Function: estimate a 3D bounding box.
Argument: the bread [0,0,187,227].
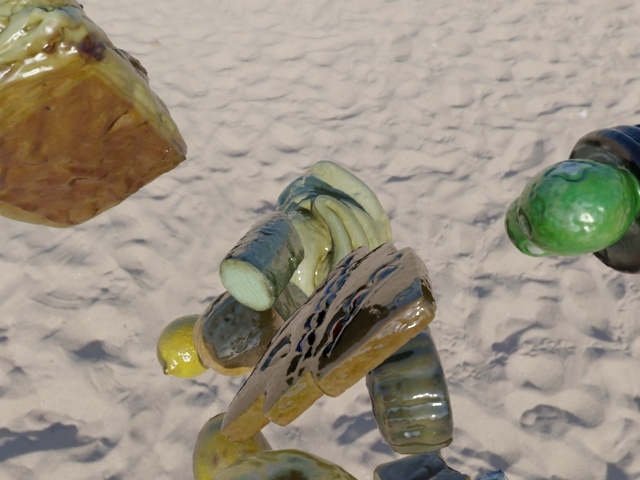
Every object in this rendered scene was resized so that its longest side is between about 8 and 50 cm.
[{"bbox_3d":[-0.350,-0.163,0.654,0.277,0.324,0.167,-31,70,4],"label":"bread"}]

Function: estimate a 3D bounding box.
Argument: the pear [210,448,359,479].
[{"bbox_3d":[-0.045,0.400,0.621,0.270,0.271,0.271,2,51,-2],"label":"pear"}]

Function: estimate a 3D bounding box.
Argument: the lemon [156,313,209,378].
[{"bbox_3d":[-0.392,0.316,1.538,0.186,0.187,0.244,21,33,13],"label":"lemon"}]

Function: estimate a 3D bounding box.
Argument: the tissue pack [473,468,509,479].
[{"bbox_3d":[0.434,0.812,1.366,0.125,0.344,0.242,3,39,-34],"label":"tissue pack"}]

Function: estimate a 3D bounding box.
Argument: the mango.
[{"bbox_3d":[-0.171,0.540,1.147,0.176,0.330,0.175,-30,17,-8],"label":"mango"}]

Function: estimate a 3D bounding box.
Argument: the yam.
[{"bbox_3d":[-0.052,0.016,0.520,0.069,0.070,0.146,16,26,9],"label":"yam"}]

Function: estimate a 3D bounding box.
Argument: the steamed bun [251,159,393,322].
[{"bbox_3d":[0.002,0.005,1.138,0.324,0.230,0.372,27,66,14],"label":"steamed bun"}]

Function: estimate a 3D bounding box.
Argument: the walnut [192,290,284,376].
[{"bbox_3d":[-0.194,0.214,1.211,0.195,0.195,0.222,35,68,23],"label":"walnut"}]

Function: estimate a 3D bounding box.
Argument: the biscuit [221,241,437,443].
[{"bbox_3d":[0.016,0.080,0.521,0.043,0.301,0.278,44,57,-8],"label":"biscuit"}]

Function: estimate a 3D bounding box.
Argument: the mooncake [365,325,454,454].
[{"bbox_3d":[0.187,0.316,1.116,0.161,0.290,0.291,-12,51,6],"label":"mooncake"}]

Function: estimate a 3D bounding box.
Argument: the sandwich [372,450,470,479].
[{"bbox_3d":[0.262,0.601,1.187,0.211,0.063,0.245,-11,26,-14],"label":"sandwich"}]

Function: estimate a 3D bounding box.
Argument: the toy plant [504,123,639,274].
[{"bbox_3d":[0.325,-0.041,0.589,0.235,0.218,0.176,-16,82,0],"label":"toy plant"}]
